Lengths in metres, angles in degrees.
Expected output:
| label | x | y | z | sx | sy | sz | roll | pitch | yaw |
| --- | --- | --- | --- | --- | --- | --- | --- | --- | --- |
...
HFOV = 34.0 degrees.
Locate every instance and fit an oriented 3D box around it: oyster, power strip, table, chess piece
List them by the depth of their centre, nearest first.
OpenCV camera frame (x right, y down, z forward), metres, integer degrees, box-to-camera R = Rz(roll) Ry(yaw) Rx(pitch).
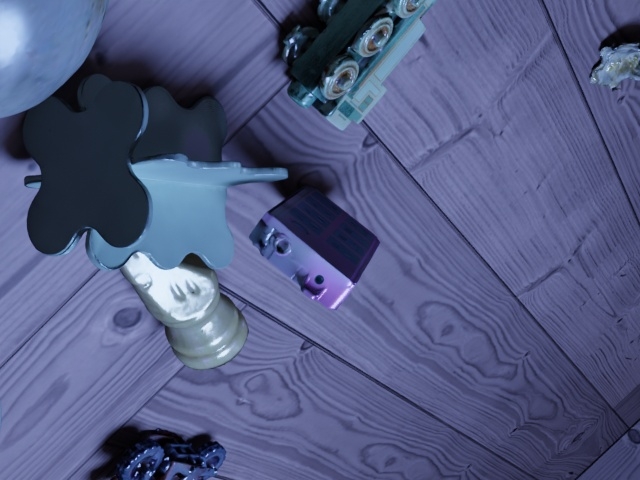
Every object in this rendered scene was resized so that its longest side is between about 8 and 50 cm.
| label | x | y | z | sx | sy | sz | roll | pitch | yaw |
| --- | --- | --- | --- | --- | --- | --- | --- | --- | --- |
| table | -0.141 | -0.056 | 0.931 | 0.166 | 0.166 | 0.198 | -54 | 154 | 19 |
| power strip | 0.000 | 0.000 | 1.073 | 0.037 | 0.109 | 0.279 | -51 | 179 | 12 |
| chess piece | -0.152 | 0.049 | 1.115 | 0.090 | 0.090 | 0.200 | -36 | 136 | -10 |
| oyster | 0.444 | -0.255 | 1.422 | 0.200 | 0.061 | 0.106 | -6 | 151 | -40 |

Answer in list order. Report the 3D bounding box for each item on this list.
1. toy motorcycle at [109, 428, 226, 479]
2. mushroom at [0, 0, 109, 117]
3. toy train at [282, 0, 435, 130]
| label | x | y | z | sx | sy | sz | roll | pitch | yaw |
| --- | --- | --- | --- | --- | --- | --- | --- | --- | --- |
| toy motorcycle | -0.206 | 0.307 | 1.355 | 0.118 | 0.084 | 0.212 | -56 | 151 | 7 |
| mushroom | -0.237 | -0.198 | 0.628 | 0.243 | 0.243 | 0.243 | -28 | 146 | -21 |
| toy train | 0.046 | -0.203 | 1.023 | 0.194 | 0.081 | 0.125 | -49 | 158 | 6 |
